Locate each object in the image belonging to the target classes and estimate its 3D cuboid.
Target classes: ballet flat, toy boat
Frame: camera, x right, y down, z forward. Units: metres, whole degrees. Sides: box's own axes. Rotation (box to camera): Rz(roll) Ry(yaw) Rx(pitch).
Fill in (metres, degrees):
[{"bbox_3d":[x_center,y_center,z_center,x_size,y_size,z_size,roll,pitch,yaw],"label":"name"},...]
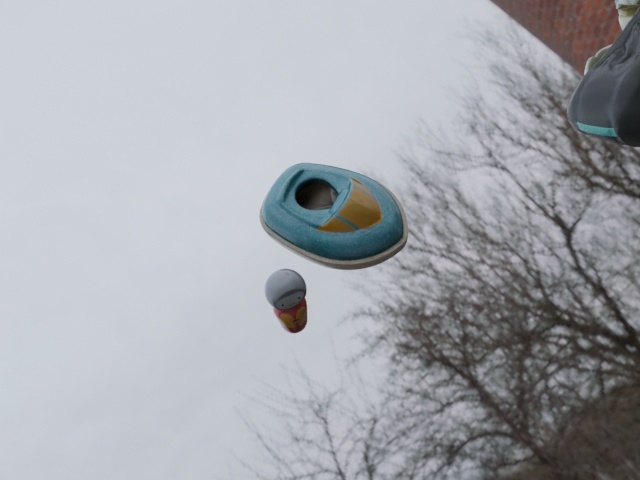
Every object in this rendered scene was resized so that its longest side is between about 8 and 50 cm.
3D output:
[{"bbox_3d":[0.278,-0.176,0.689,0.280,0.096,0.095,-47,-61,-33],"label":"ballet flat"},{"bbox_3d":[0.000,0.000,1.419,0.148,0.267,0.318,79,-148,-57],"label":"toy boat"}]
